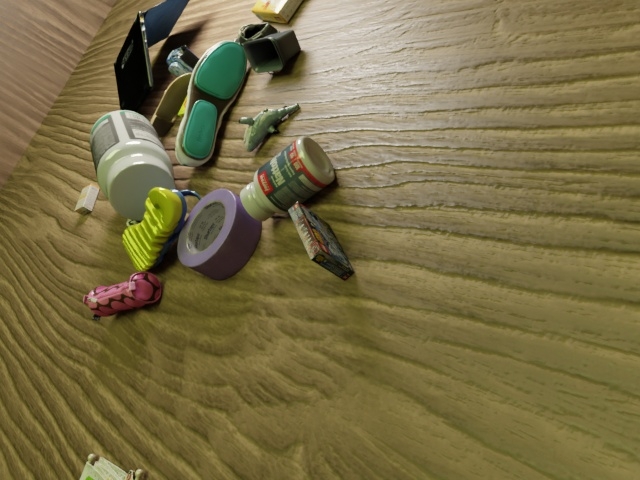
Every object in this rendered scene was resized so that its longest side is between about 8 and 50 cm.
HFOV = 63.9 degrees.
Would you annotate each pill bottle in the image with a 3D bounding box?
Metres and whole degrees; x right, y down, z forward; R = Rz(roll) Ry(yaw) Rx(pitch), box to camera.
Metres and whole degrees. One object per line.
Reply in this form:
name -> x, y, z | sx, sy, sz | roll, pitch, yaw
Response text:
pill bottle -> -0.071, -0.117, 1.031 | 0.180, 0.108, 0.108 | -33, 46, 24
pill bottle -> -0.536, -0.217, 1.463 | 0.204, 0.204, 0.361 | -48, 41, 9

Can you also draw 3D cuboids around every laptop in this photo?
laptop -> -0.581, -0.656, 1.852 | 0.382, 0.236, 0.408 | -18, 80, 56

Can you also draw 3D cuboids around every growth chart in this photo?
growth chart -> -0.446, 0.532, 1.039 | 0.237, 0.021, 0.172 | -7, 62, 42

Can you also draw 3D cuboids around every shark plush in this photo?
shark plush -> -0.118, -0.279, 1.244 | 0.161, 0.073, 0.067 | -25, 67, 3

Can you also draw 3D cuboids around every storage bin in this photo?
storage bin -> -0.118, -0.494, 1.339 | 0.091, 0.098, 0.135 | -42, 34, -27

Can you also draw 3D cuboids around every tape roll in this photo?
tape roll -> -0.224, -0.013, 1.131 | 0.189, 0.080, 0.189 | -24, 51, 33

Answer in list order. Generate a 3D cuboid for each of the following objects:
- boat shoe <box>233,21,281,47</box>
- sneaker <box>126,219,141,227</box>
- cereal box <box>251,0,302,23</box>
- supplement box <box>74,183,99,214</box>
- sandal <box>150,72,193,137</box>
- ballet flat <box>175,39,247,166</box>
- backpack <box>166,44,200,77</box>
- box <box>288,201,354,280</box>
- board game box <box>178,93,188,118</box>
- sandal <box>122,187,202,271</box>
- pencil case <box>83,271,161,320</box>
boat shoe -> -0.196, -0.591, 1.480 | 0.219, 0.070, 0.078 | 12, 74, 47
sneaker -> -0.538, -0.062, 1.490 | 0.044, 0.040, 0.109 | -47, 42, 7
cereal box -> -0.085, -0.747, 1.491 | 0.240, 0.047, 0.173 | -56, 41, 0
supplement box -> -0.828, -0.145, 1.820 | 0.062, 0.036, 0.098 | -16, 54, 36
sandal -> -0.483, -0.449, 1.649 | 0.240, 0.088, 0.079 | -53, 47, 11
ballet flat -> -0.320, -0.380, 1.435 | 0.139, 0.139, 0.400 | -4, 63, 42
backpack -> -0.450, -0.576, 1.685 | 0.114, 0.105, 0.084 | 18, 80, 48
box -> 0.000, 0.000, 0.898 | 0.027, 0.094, 0.137 | -42, 43, 15
board game box -> -0.361, -0.453, 1.568 | 0.092, 0.043, 0.181 | 6, 69, 45
sandal -> -0.385, -0.026, 1.274 | 0.317, 0.138, 0.126 | -36, 82, 41
pencil case -> -0.494, 0.136, 1.277 | 0.209, 0.098, 0.095 | -20, 59, 34
